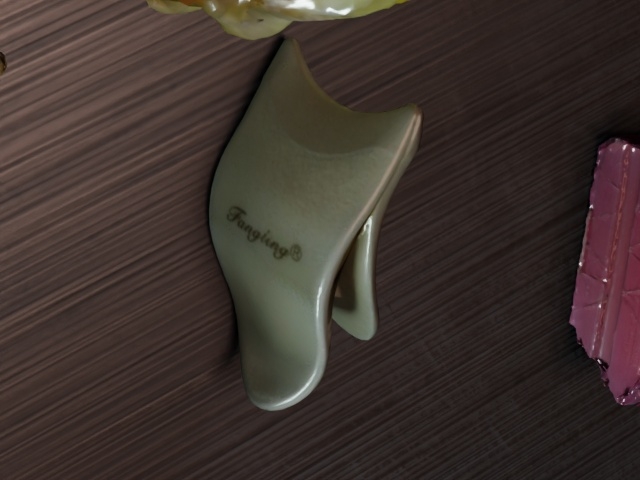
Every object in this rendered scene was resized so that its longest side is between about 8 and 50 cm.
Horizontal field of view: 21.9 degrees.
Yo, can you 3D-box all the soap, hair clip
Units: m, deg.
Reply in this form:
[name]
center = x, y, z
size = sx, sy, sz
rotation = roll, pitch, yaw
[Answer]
[soap]
center = 0.319, 0.032, 1.539
size = 0.099, 0.162, 0.250
rotation = -5, 111, -35
[hair clip]
center = -0.014, 0.001, 1.339
size = 0.113, 0.172, 0.282
rotation = -23, 129, -31

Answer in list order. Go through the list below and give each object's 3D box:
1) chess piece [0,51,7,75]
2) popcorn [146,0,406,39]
[chess piece]
center = -0.296, -0.161, 1.170
size = 0.172, 0.060, 0.060
rotation = 31, 90, -37
[popcorn]
center = -0.011, -0.322, 1.107
size = 0.390, 0.344, 0.354
rotation = -39, 103, -50
